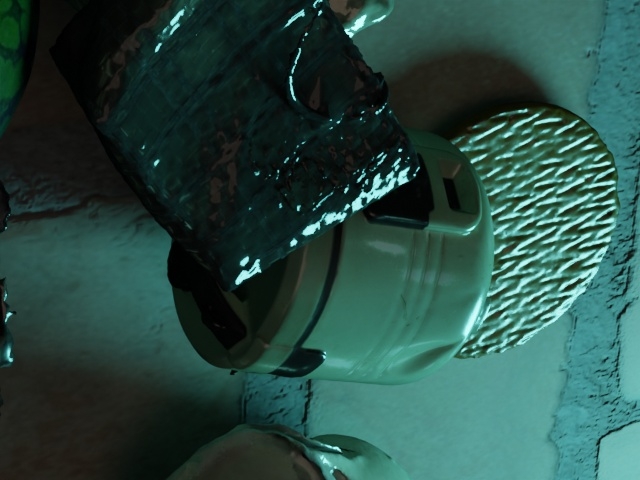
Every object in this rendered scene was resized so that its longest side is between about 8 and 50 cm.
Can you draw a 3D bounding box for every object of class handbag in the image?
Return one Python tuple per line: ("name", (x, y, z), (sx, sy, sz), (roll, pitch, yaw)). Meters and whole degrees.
("handbag", (-0.050, -0.086, 0.922), (0.175, 0.089, 0.270), (-35, 134, 0))

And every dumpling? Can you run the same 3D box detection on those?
("dumpling", (-0.024, 0.290, 1.314), (0.260, 0.181, 0.341), (-33, 159, 13))

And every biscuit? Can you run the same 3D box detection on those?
("biscuit", (0.163, -0.009, 1.337), (0.262, 0.037, 0.262), (-13, 119, -24))

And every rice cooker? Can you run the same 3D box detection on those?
("rice cooker", (0.000, 0.000, 1.138), (0.244, 0.226, 0.226), (7, 110, -29))

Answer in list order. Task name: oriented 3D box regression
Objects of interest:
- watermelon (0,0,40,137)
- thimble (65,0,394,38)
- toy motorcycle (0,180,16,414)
("watermelon", (-0.333, -0.148, 0.797), (0.363, 0.363, 0.363), (-13, 120, -24))
("thimble", (-0.063, -0.256, 0.982), (0.291, 0.195, 0.291), (-12, 121, -21))
("toy motorcycle", (-0.296, 0.055, 1.073), (0.130, 0.094, 0.229), (-3, 111, -27))
